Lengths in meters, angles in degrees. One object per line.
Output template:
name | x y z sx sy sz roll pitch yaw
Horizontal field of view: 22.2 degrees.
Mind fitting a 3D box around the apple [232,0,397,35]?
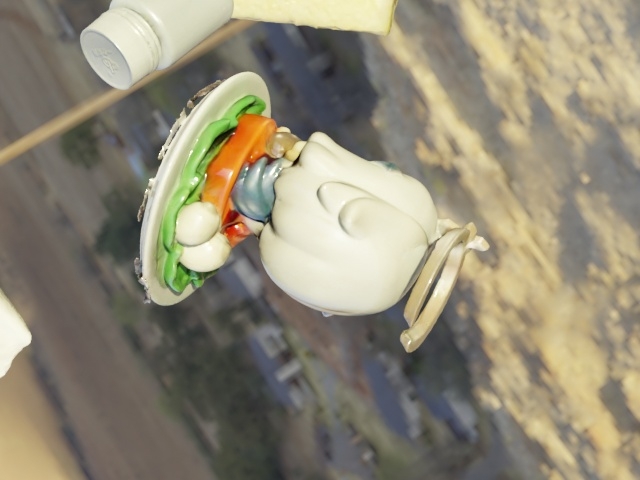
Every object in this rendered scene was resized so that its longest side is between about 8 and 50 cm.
apple | 0.002 -0.330 1.705 0.252 0.314 0.309 48 -163 -17

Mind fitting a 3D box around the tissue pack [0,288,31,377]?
tissue pack | -0.232 -0.058 0.600 0.170 0.071 0.325 48 174 -39

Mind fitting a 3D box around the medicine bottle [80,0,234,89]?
medicine bottle | -0.148 -0.198 1.470 0.080 0.130 0.080 34 148 25

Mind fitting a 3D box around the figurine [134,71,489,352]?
figurine | 0.000 0.000 0.816 0.154 0.132 0.132 23 153 16
